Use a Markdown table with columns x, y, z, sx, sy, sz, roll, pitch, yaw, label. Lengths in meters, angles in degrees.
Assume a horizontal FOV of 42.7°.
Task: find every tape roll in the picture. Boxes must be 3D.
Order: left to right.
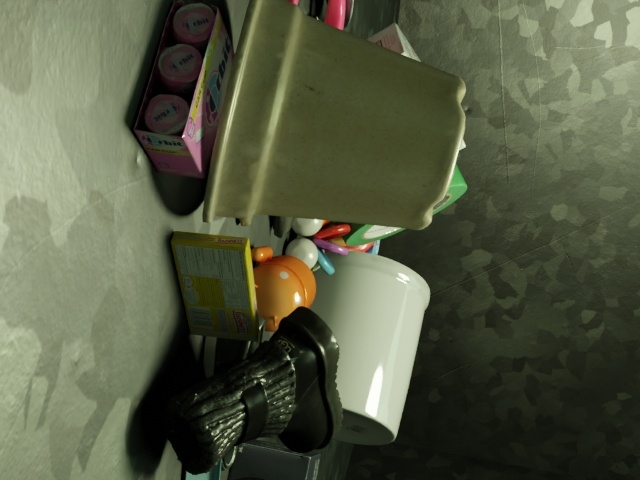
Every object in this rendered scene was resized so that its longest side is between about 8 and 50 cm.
| x | y | z | sx | sy | sz | roll | pitch | yaw | label |
| --- | --- | --- | --- | --- | --- | --- | --- | --- | --- |
| 0.191 | -0.089 | 1.961 | 0.321 | 0.321 | 0.077 | 45 | 20 | -78 | tape roll |

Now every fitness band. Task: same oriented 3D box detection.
| x | y | z | sx | sy | sz | roll | pitch | yaw | label |
| --- | --- | --- | --- | --- | --- | --- | --- | --- | --- |
| -0.011 | -0.427 | 1.605 | 0.291 | 0.054 | 0.209 | -58 | 151 | -53 | fitness band |

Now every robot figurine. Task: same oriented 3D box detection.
| x | y | z | sx | sy | sz | roll | pitch | yaw | label |
| --- | --- | --- | --- | --- | --- | --- | --- | --- | --- |
| -0.078 | 0.098 | 1.513 | 0.219 | 0.128 | 0.158 | -33 | 138 | -77 | robot figurine |

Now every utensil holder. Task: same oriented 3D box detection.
| x | y | z | sx | sy | sz | roll | pitch | yaw | label |
| --- | --- | --- | --- | --- | --- | --- | --- | --- | --- |
| 0.074 | 0.269 | 2.018 | 0.327 | 0.328 | 0.385 | 81 | 22 | -60 | utensil holder |

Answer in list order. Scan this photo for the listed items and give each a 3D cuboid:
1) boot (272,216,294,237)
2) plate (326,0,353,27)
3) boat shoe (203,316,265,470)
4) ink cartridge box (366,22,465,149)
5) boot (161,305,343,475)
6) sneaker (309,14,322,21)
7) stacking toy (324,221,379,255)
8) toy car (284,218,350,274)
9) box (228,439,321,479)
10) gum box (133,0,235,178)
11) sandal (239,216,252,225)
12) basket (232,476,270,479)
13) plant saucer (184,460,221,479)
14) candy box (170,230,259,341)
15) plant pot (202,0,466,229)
| x | y | z | sx | sy | sz | roll | pitch | yaw | label |
| --- | --- | --- | --- | --- | --- | --- | --- | --- | --- |
| -0.056 | -0.114 | 1.678 | 0.198 | 0.077 | 0.137 | -56 | 160 | -40 | boot |
| 0.034 | -0.554 | 1.767 | 0.188 | 0.024 | 0.188 | 170 | -90 | -77 | plate |
| -0.145 | 0.261 | 1.369 | 0.114 | 0.091 | 0.302 | -60 | 156 | -65 | boat shoe |
| 0.135 | -0.286 | 1.862 | 0.309 | 0.272 | 0.130 | 48 | 24 | -39 | ink cartridge box |
| -0.101 | 0.273 | 1.239 | 0.260 | 0.131 | 0.348 | -38 | 146 | -28 | boot |
| -0.011 | -0.459 | 1.726 | 0.083 | 0.032 | 0.037 | -67 | 163 | -58 | sneaker |
| 0.045 | -0.084 | 2.130 | 0.175 | 0.166 | 0.302 | -76 | 155 | -48 | stacking toy |
| 0.000 | 0.000 | 1.868 | 0.159 | 0.136 | 0.182 | 23 | 76 | -81 | toy car |
| -0.092 | 0.467 | 1.671 | 0.158 | 0.156 | 0.093 | 57 | 43 | -75 | box |
| -0.159 | -0.185 | 0.992 | 0.107 | 0.062 | 0.188 | 77 | 23 | -67 | gum box |
| -0.102 | -0.106 | 1.435 | 0.072 | 0.049 | 0.180 | 77 | 23 | -65 | sandal |
| -0.156 | 0.531 | 1.354 | 0.154 | 0.204 | 0.227 | 53 | 31 | -7 | basket |
| -0.191 | 0.362 | 1.319 | 0.067 | 0.018 | 0.192 | -4 | 105 | -39 | plant saucer |
| -0.146 | 0.069 | 1.162 | 0.206 | 0.105 | 0.027 | 89 | 7 | -46 | candy box |
| 0.023 | -0.152 | 1.130 | 0.334 | 0.305 | 0.334 | -166 | -90 | -85 | plant pot |
